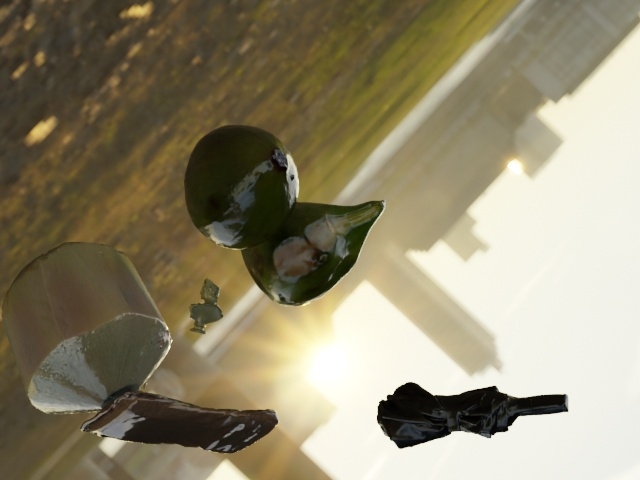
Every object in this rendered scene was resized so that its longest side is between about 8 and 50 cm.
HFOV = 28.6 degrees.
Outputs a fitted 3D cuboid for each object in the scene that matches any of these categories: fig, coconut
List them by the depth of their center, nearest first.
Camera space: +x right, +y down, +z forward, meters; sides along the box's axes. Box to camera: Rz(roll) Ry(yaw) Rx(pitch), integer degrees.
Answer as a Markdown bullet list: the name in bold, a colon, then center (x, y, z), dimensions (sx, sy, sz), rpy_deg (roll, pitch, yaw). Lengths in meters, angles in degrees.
- **coconut**: center (-0.350, 0.149, 1.903), dimensions (0.239, 0.244, 0.239), rpy_deg (-21, 151, -12)
- **fig**: center (-0.113, -0.092, 2.037), dimensions (0.225, 0.203, 0.203), rpy_deg (-18, -157, 52)
- **fig**: center (0.000, 0.000, 2.274), dimensions (0.275, 0.206, 0.206), rpy_deg (-27, 175, -13)

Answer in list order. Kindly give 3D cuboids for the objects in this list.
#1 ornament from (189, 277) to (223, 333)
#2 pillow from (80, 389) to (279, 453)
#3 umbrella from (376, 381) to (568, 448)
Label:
- **ornament**: center (-0.204, 0.121, 2.231), dimensions (0.041, 0.068, 0.092), rpy_deg (14, -118, 51)
- **pillow**: center (-0.156, 0.208, 1.423), dimensions (0.135, 0.211, 0.034), rpy_deg (-39, -132, 44)
- **umbrella**: center (0.263, 0.298, 2.193), dimensions (0.340, 0.118, 0.118), rpy_deg (-10, -166, 20)
